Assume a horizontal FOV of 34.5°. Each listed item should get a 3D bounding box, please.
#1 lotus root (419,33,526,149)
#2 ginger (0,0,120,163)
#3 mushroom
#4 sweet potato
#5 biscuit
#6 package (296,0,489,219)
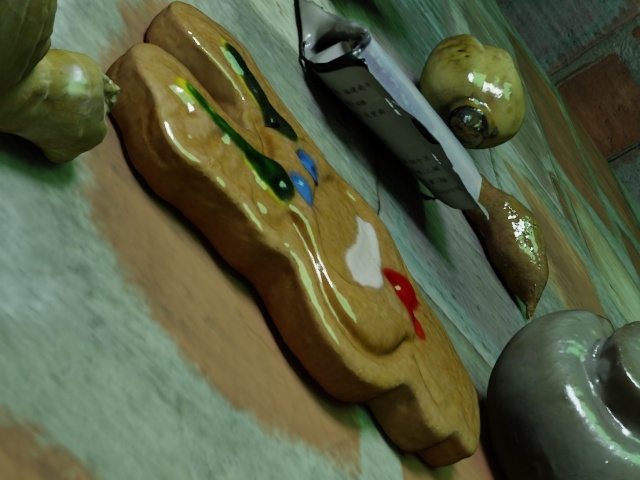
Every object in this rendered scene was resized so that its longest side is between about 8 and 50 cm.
[{"bbox_3d":[0.179,-0.169,1.212,0.221,0.125,0.118,-83,179,-54],"label":"lotus root"},{"bbox_3d":[-0.127,-0.088,0.405,0.067,0.096,0.165,19,-1,17],"label":"ginger"},{"bbox_3d":[0.187,0.140,0.750,0.117,0.141,0.188,-8,53,-31],"label":"mushroom"},{"bbox_3d":[0.194,-0.026,1.109,0.068,0.068,0.226,12,48,-64],"label":"sweet potato"},{"bbox_3d":[0.000,0.000,0.636,0.334,0.047,0.202,53,20,-15],"label":"biscuit"},{"bbox_3d":[0.056,-0.135,0.968,0.204,0.062,0.251,45,10,-31],"label":"package"}]
